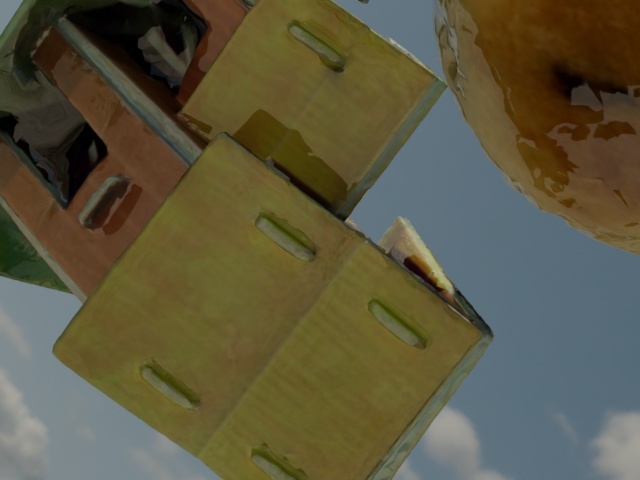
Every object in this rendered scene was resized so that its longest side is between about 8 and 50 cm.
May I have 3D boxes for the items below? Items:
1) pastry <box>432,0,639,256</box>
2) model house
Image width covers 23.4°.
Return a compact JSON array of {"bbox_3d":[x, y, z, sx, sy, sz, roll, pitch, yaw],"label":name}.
[{"bbox_3d":[0.263,-0.165,0.954,0.388,0.312,0.388,20,-43,19],"label":"pastry"},{"bbox_3d":[0.000,0.000,0.912,0.323,0.300,0.340,45,13,33],"label":"model house"}]
